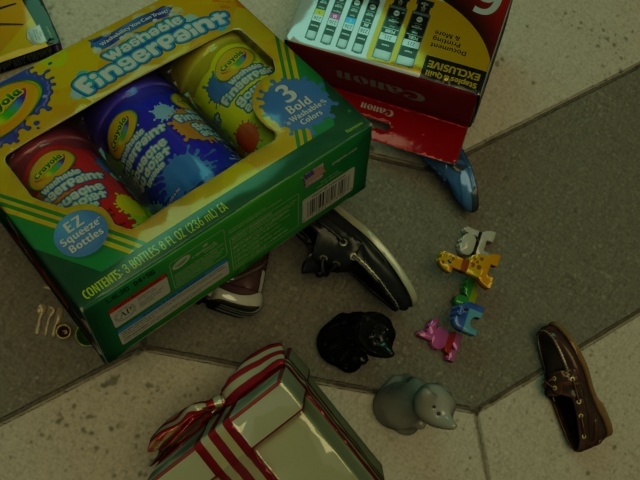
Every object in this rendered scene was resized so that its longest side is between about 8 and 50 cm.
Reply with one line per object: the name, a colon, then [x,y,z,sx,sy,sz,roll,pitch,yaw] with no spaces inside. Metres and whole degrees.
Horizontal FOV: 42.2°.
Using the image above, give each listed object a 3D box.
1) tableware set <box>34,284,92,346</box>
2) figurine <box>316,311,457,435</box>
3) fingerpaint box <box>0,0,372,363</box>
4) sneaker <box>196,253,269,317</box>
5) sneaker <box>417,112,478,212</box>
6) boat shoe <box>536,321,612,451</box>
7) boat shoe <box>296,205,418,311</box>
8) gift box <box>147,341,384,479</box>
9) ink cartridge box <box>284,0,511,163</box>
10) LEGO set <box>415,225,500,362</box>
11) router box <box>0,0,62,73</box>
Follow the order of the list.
tableware set: [-0.358,0.076,1.224,0.104,0.024,0.154,13,77,-9]
figurine: [0.102,0.191,1.201,0.092,0.209,0.215,-41,90,-15]
fingerpaint box: [-0.217,-0.120,1.133,0.445,0.163,0.371,-34,65,-20]
sneaker: [-0.204,0.000,1.239,0.281,0.106,0.162,22,71,-18]
sneaker: [0.195,-0.137,1.358,0.082,0.069,0.209,-20,84,-3]
boat shoe: [0.394,0.235,1.323,0.073,0.073,0.207,-23,85,-16]
boat shoe: [0.000,-0.001,1.259,0.113,0.127,0.340,-42,88,-14]
gift box: [-0.081,0.306,1.129,0.255,0.276,0.258,-38,93,-2]
ink cartridge box: [0.114,-0.299,1.296,0.310,0.130,0.271,17,77,8]
LEGO set: [0.213,0.068,1.310,0.093,0.087,0.227,23,75,-7]
router box: [-0.491,-0.351,1.262,0.133,0.046,0.178,-24,85,-15]
